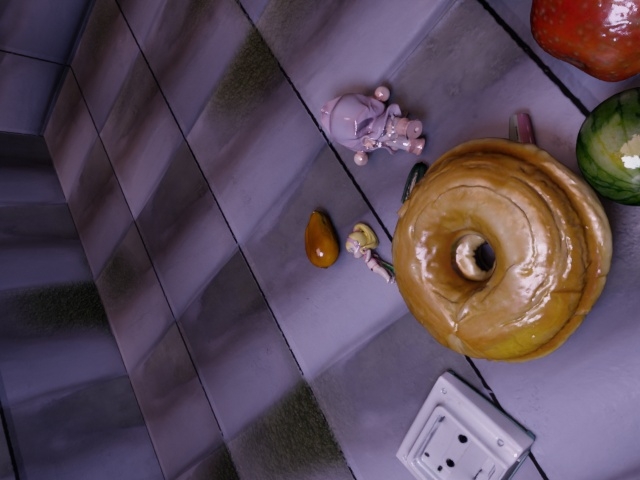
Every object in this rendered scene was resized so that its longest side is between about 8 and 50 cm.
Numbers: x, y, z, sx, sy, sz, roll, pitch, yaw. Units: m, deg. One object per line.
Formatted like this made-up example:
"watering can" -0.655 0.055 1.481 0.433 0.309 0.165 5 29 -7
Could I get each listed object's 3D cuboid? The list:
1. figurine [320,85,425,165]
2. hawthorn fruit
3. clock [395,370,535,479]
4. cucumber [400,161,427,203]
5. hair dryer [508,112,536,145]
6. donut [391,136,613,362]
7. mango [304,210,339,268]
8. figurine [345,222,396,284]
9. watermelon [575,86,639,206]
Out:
"figurine" 0.126 -0.277 1.142 0.275 0.133 0.200 25 105 36
"hawthorn fruit" 0.485 -0.394 0.746 0.275 0.275 0.300 -44 56 33
"clock" 0.301 0.468 1.048 0.231 0.116 0.262 37 114 34
"cucumber" 0.227 -0.135 1.118 0.048 0.048 0.105 25 108 37
"hair dryer" 0.373 -0.193 0.994 0.154 0.054 0.106 -16 78 44
"donut" 0.325 0.024 0.930 0.448 0.198 0.449 11 105 46
"mango" 0.004 0.002 1.300 0.105 0.084 0.160 -41 45 51
"figurine" 0.132 0.036 1.200 0.187 0.083 0.083 51 122 34
"watermelon" 0.528 -0.162 0.780 0.188 0.188 0.215 -19 40 40
